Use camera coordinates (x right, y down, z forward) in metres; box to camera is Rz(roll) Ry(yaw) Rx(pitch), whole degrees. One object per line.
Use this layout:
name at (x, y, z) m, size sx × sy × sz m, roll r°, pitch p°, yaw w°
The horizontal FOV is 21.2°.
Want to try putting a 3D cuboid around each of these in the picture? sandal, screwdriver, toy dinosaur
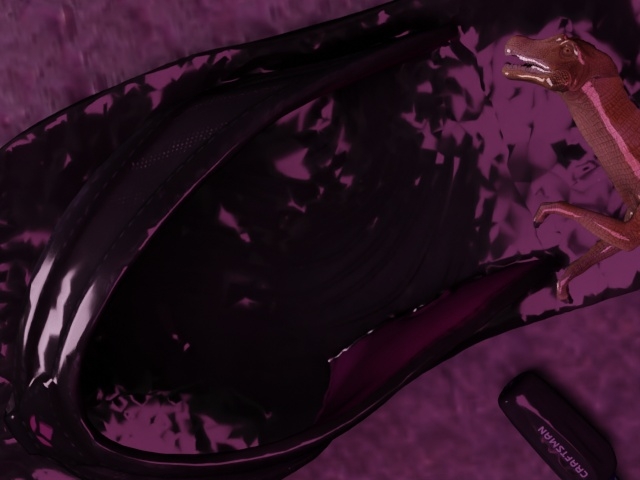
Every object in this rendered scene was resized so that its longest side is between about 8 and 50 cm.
sandal at (0.000, -0.003, 0.605) m, size 0.446 × 0.107 × 0.167 m, roll -28°, pitch 98°, yaw 19°
screwdriver at (0.127, 0.117, 0.654) m, size 0.025 × 0.024 × 0.170 m, roll -40°, pitch 96°, yaw -8°
toy dinosaur at (0.135, -0.003, 0.536) m, size 0.183 × 0.053 × 0.092 m, roll 22°, pitch 102°, yaw -7°
